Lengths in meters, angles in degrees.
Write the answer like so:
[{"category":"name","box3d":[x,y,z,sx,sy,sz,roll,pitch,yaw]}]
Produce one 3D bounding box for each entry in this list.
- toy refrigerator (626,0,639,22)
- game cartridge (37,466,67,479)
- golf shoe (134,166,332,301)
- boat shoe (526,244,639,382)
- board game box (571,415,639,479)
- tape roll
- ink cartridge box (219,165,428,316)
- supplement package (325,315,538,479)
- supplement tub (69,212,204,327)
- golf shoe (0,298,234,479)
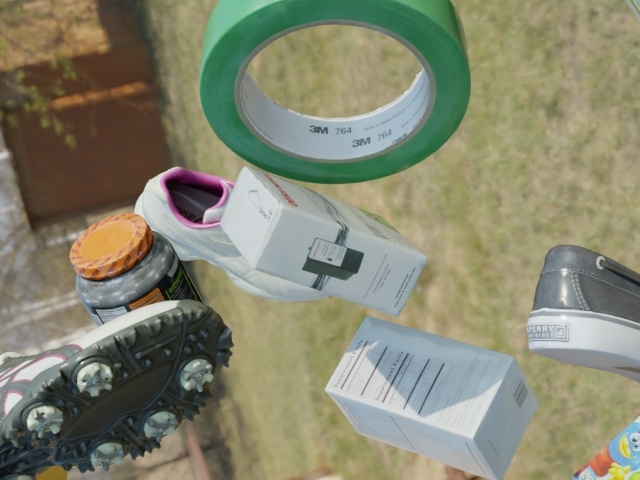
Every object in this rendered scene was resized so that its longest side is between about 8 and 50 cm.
[{"category":"toy refrigerator","box3d":[0.523,-0.442,1.894,0.269,0.094,0.102,49,174,-26]},{"category":"game cartridge","box3d":[-0.367,0.287,1.263,0.324,0.053,0.285,-5,-80,-73]},{"category":"golf shoe","box3d":[-0.096,-0.007,1.555,0.140,0.306,0.115,122,165,-64]},{"category":"boat shoe","box3d":[0.216,0.051,0.751,0.080,0.228,0.076,-9,71,53]},{"category":"board game box","box3d":[0.523,0.313,1.668,0.144,0.275,0.142,27,-156,-43]},{"category":"tape roll","box3d":[0.017,-0.198,1.413,0.321,0.321,0.077,89,180,-52]},{"category":"ink cartridge box","box3d":[0.000,0.000,1.417,0.087,0.208,0.153,-64,27,12]},{"category":"supplement package","box3d":[0.155,0.219,1.650,0.244,0.134,0.139,14,151,35]},{"category":"supplement tub","box3d":[-0.196,0.069,1.314,0.190,0.117,0.117,66,174,-34]},{"category":"golf shoe","box3d":[-0.187,0.107,0.796,0.105,0.273,0.120,48,-169,-42]}]
